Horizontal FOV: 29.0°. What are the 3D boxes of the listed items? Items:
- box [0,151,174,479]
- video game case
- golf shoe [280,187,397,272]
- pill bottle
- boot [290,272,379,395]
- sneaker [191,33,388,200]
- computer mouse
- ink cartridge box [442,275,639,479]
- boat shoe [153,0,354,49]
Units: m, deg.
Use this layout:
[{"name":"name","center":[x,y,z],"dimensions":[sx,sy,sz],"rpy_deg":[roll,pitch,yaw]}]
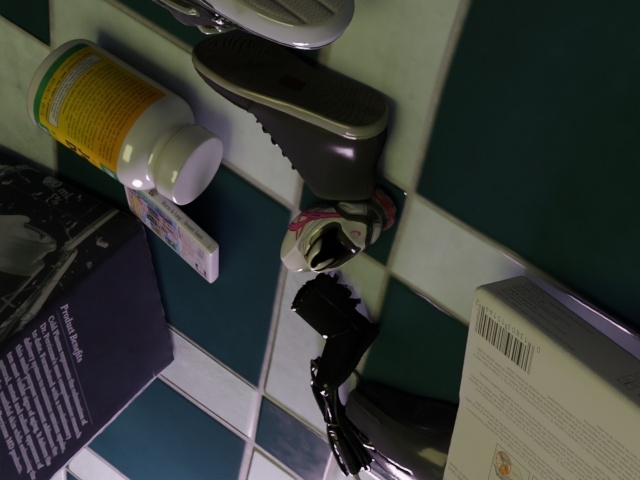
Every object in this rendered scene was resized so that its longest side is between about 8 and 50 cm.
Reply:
[{"name":"box","center":[-0.538,0.125,1.641],"dimensions":[0.480,0.472,0.297],"rpy_deg":[24,139,27]},{"name":"video game case","center":[-0.179,-0.017,1.488],"dimensions":[0.143,0.019,0.157],"rpy_deg":[42,166,6]},{"name":"golf shoe","center":[0.000,0.000,1.315],"dimensions":[0.067,0.086,0.186],"rpy_deg":[49,145,-6]},{"name":"pill bottle","center":[-0.215,-0.129,1.380],"dimensions":[0.208,0.117,0.117],"rpy_deg":[33,142,18]},{"name":"boot","center":[0.005,0.101,1.380],"dimensions":[0.099,0.121,0.045],"rpy_deg":[47,142,-12]},{"name":"sneaker","center":[-0.038,-0.119,1.241],"dimensions":[0.222,0.083,0.118],"rpy_deg":[29,141,21]},{"name":"computer mouse","center":[0.095,0.246,1.464],"dimensions":[0.272,0.072,0.188],"rpy_deg":[9,129,41]},{"name":"ink cartridge box","center":[0.237,0.215,1.159],"dimensions":[0.296,0.066,0.261],"rpy_deg":[41,134,47]},{"name":"boat shoe","center":[-0.094,-0.256,1.161],"dimensions":[0.335,0.121,0.119],"rpy_deg":[38,153,30]}]
